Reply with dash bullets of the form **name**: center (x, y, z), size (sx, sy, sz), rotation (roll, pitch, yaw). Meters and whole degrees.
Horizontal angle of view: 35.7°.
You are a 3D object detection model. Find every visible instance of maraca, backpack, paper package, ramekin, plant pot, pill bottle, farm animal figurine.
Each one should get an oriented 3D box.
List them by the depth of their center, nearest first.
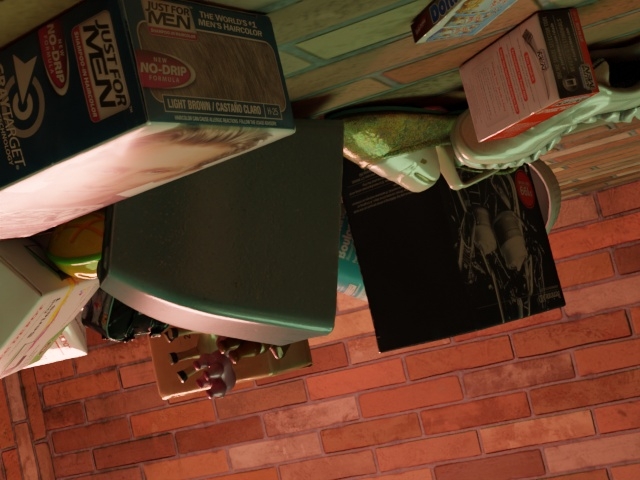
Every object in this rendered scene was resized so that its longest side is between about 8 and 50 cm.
- **plant pot**: center (-0.131, -0.013, 1.184), size (0.252, 0.247, 0.248), rotation (6, 169, -16)
- **maraca**: center (-0.347, -0.001, 1.490), size (0.127, 0.099, 0.185), rotation (-10, -160, -12)
- **farm animal figurine**: center (-0.147, 0.070, 1.542), size (0.172, 0.327, 0.330), rotation (-24, -178, -28)
- **pill bottle**: center (0.000, 0.000, 1.677), size (0.264, 0.146, 0.146), rotation (19, 170, -7)
- **backpack**: center (-0.332, 0.063, 1.722), size (0.144, 0.188, 0.166), rotation (28, -161, 34)
- **ramekin**: center (0.352, -0.074, 1.866), size (0.207, 0.207, 0.109), rotation (-17, -178, 33)
- **paper package**: center (-0.204, 0.142, 2.068), size (0.309, 0.325, 0.168), rotation (-15, 174, 27)

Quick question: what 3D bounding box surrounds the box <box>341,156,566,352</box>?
- **box**: center (0.215, -0.008, 1.592), size (0.179, 0.312, 0.343), rotation (-17, 174, 35)

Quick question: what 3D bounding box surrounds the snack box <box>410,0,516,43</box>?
- **snack box**: center (0.140, -0.210, 0.848), size (0.064, 0.022, 0.178), rotation (-12, 175, -19)

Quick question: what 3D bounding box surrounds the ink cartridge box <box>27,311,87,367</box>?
- **ink cartridge box**: center (-0.547, 0.130, 1.774), size (0.353, 0.119, 0.207), rotation (-13, 142, -3)

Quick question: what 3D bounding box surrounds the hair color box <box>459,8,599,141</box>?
- **hair color box**: center (0.218, -0.172, 1.062), size (0.053, 0.093, 0.167), rotation (-12, 175, -20)

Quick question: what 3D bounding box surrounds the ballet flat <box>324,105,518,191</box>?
- **ballet flat**: center (0.151, -0.121, 1.323), size (0.348, 0.123, 0.123), rotation (-8, 173, -41)

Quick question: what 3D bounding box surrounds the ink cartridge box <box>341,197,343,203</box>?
- **ink cartridge box**: center (0.088, -0.068, 1.830), size (0.160, 0.092, 0.219), rotation (-8, 173, -43)

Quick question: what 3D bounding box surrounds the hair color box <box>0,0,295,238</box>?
- **hair color box**: center (-0.212, -0.088, 0.830), size (0.347, 0.105, 0.174), rotation (-18, 173, 35)

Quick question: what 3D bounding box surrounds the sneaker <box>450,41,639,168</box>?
- **sneaker**: center (0.298, -0.177, 1.227), size (0.292, 0.110, 0.118), rotation (-21, 167, 2)

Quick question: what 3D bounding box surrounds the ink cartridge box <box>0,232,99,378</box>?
- **ink cartridge box**: center (-0.464, 0.102, 1.504), size (0.201, 0.117, 0.278), rotation (-50, 177, 8)
